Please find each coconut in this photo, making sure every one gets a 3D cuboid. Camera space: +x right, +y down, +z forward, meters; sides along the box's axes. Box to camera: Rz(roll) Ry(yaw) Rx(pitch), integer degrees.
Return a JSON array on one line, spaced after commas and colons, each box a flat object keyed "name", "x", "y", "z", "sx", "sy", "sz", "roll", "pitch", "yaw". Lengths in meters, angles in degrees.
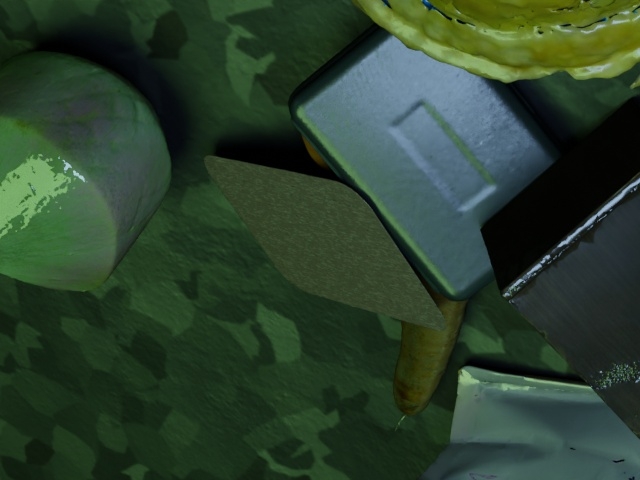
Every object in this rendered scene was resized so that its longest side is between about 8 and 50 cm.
[{"name": "coconut", "x": -0.251, "y": -0.058, "z": 1.774, "sx": 0.236, "sy": 0.236, "sz": 0.204, "roll": 48, "pitch": 138, "yaw": -12}]

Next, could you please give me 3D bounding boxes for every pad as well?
[{"name": "pad", "x": 0.000, "y": 0.000, "z": 1.744, "sx": 0.266, "sy": 0.002, "sz": 0.176, "roll": 14, "pitch": 144, "yaw": 56}]

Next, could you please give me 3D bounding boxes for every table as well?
[{"name": "table", "x": 0.258, "y": 0.027, "z": 1.537, "sx": 0.172, "sy": 0.169, "sz": 0.193, "roll": -41, "pitch": 103, "yaw": 11}]

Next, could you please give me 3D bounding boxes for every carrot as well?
[{"name": "carrot", "x": 0.097, "y": 0.077, "z": 1.794, "sx": 0.078, "sy": 0.078, "sz": 0.298, "roll": 23, "pitch": 138, "yaw": 14}]

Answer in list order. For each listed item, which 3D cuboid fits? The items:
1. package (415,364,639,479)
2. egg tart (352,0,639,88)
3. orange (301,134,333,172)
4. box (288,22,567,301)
[{"name": "package", "x": 0.249, "y": 0.259, "z": 1.779, "sx": 0.311, "sy": 0.165, "sz": 0.221, "roll": 10, "pitch": 130, "yaw": 26}, {"name": "egg tart", "x": 0.146, "y": -0.282, "z": 1.328, "sx": 0.388, "sy": 0.169, "sz": 0.388, "roll": 4, "pitch": 105, "yaw": 16}, {"name": "orange", "x": 0.022, "y": -0.097, "z": 1.683, "sx": 0.083, "sy": 0.083, "sz": 0.083, "roll": 17, "pitch": 133, "yaw": 19}, {"name": "box", "x": 0.098, "y": -0.076, "z": 1.619, "sx": 0.160, "sy": 0.050, "sz": 0.230, "roll": -38, "pitch": 103, "yaw": 11}]
